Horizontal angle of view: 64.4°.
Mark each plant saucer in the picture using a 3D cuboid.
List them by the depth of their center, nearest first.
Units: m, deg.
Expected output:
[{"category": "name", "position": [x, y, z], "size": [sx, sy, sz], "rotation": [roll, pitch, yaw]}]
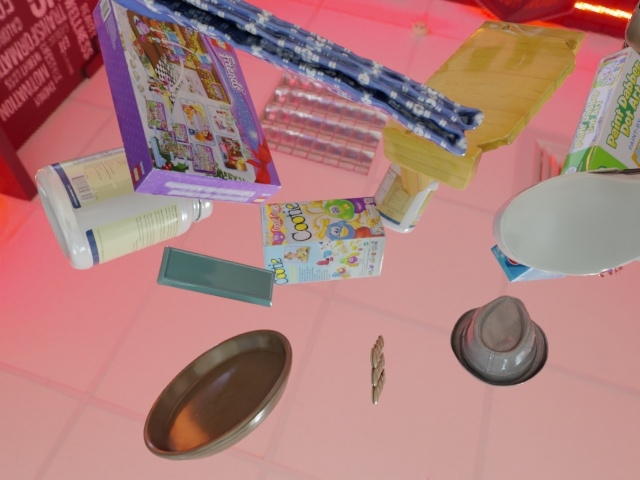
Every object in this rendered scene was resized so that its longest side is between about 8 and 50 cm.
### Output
[{"category": "plant saucer", "position": [-0.163, 0.058, 0.831], "size": [0.192, 0.018, 0.067], "rotation": [15, -119, -21]}, {"category": "plant saucer", "position": [-0.164, 0.254, 0.848], "size": [0.277, 0.041, 0.278], "rotation": [-24, -158, 10]}]

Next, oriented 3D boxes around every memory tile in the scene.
[{"category": "memory tile", "position": [0.118, 0.260, 1.033], "size": [0.012, 0.148, 0.113], "rotation": [-1, -87, 13]}]

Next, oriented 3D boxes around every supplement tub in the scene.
[{"category": "supplement tub", "position": [-0.437, -0.094, 1.155], "size": [0.324, 0.235, 0.235], "rotation": [-23, -121, -30]}, {"category": "supplement tub", "position": [0.235, -0.137, 1.394], "size": [0.144, 0.200, 0.144], "rotation": [23, -156, -10]}]

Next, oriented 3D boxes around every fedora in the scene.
[{"category": "fedora", "position": [0.465, 0.235, 1.306], "size": [0.243, 0.124, 0.275], "rotation": [23, -130, 28]}]

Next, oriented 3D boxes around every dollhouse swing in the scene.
[{"category": "dollhouse swing", "position": [0.349, -0.230, 1.102], "size": [0.347, 0.305, 0.315], "rotation": [-47, -133, -13]}]

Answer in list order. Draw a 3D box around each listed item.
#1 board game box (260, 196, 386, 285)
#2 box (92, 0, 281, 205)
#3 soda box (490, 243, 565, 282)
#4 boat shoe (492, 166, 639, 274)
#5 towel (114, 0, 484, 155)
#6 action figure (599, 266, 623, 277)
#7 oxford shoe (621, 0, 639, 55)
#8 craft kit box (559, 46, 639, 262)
[{"category": "board game box", "position": [0.000, 0.000, 1.207], "size": [0.275, 0.144, 0.142], "rotation": [-4, -134, -7]}, {"category": "box", "position": [-0.184, -0.193, 0.707], "size": [0.200, 0.057, 0.294], "rotation": [2, -119, -46]}, {"category": "soda box", "position": [0.403, 0.025, 0.920], "size": [0.210, 0.067, 0.071], "rotation": [1, -126, -42]}, {"category": "boat shoe", "position": [0.235, -0.021, 0.416], "size": [0.219, 0.070, 0.078], "rotation": [-9, -85, -10]}, {"category": "towel", "position": [-0.045, -0.150, 0.410], "size": [0.335, 0.040, 0.243], "rotation": [26, -166, 2]}, {"category": "action figure", "position": [0.621, 0.064, 1.101], "size": [0.115, 0.038, 0.030], "rotation": [4, -113, -42]}, {"category": "oxford shoe", "position": [0.615, -0.409, 0.760], "size": [0.348, 0.130, 0.123], "rotation": [-44, -125, 4]}, {"category": "craft kit box", "position": [0.483, -0.113, 0.762], "size": [0.246, 0.061, 0.250], "rotation": [27, -102, -17]}]
